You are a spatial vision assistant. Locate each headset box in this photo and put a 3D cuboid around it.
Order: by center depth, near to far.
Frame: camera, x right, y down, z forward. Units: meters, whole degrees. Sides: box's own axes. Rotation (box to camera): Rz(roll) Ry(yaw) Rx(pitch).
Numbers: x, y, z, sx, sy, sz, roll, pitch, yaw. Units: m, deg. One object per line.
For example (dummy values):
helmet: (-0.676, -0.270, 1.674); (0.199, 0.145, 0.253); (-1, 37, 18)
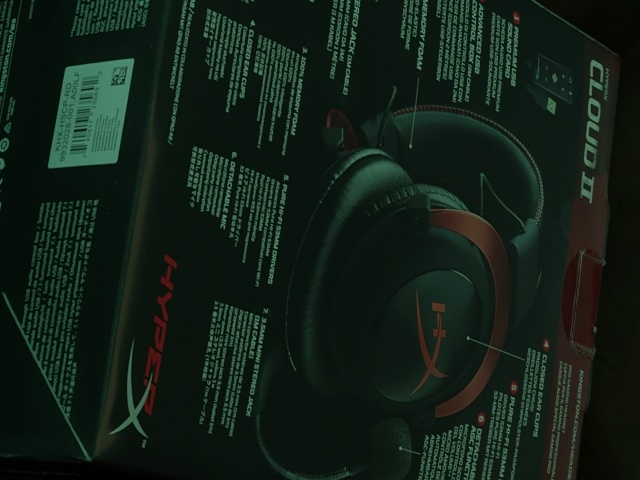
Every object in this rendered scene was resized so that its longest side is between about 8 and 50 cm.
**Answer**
headset box: (0.000, 0.000, 0.695); (0.293, 0.110, 0.218); (21, 72, -48)
